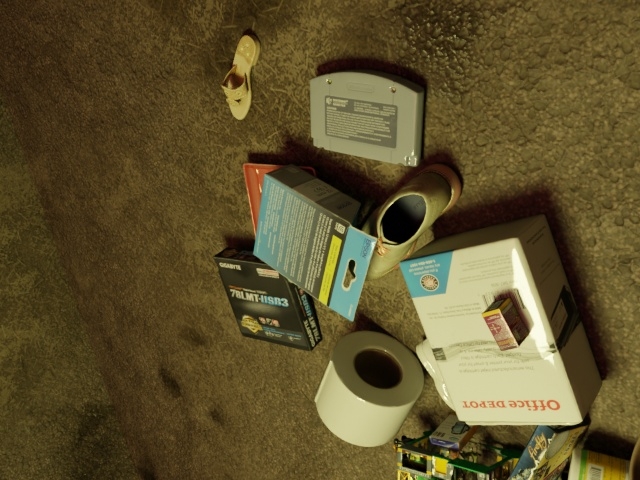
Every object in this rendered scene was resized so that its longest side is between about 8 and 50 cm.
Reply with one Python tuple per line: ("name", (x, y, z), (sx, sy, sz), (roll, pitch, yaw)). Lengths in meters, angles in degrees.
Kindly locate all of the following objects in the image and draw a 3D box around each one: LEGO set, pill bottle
("LEGO set", (0.333, 0.605, 1.485), (0.331, 0.255, 0.192), (1, 90, 33))
("pill bottle", (0.640, 0.525, 1.252), (0.245, 0.136, 0.136), (9, 116, 24))

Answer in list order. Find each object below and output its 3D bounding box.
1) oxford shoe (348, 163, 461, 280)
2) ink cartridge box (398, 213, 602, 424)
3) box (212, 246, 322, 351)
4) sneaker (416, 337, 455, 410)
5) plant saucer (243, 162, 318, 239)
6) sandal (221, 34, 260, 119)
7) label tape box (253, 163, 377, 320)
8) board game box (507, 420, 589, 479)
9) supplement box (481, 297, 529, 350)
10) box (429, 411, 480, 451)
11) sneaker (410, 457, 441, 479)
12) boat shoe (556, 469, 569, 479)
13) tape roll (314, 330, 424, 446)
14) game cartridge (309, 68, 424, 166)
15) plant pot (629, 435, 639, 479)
("oxford shoe", (0.155, -0.020, 1.413), (0.140, 0.146, 0.397), (45, 134, 12))
("ink cartridge box", (0.382, 0.176, 1.298), (0.285, 0.166, 0.395), (-15, 99, 44))
("box", (-0.159, 0.172, 1.809), (0.295, 0.073, 0.293), (6, 124, 39))
("sneaker", (0.326, 0.326, 1.491), (0.094, 0.080, 0.212), (-39, 82, 33))
("plant saucer", (-0.087, -0.086, 1.664), (0.259, 0.047, 0.258), (8, 115, 37))
("sandal", (-0.227, -0.421, 1.598), (0.088, 0.079, 0.240), (38, 131, 21))
("label tape box", (0.000, 0.000, 1.513), (0.347, 0.115, 0.249), (31, 127, 27))
("board game box", (0.475, 0.494, 1.321), (0.042, 0.165, 0.243), (36, 110, 43))
("supplement box", (0.352, 0.159, 1.162), (0.043, 0.055, 0.083), (-27, 91, 43))
("box", (0.331, 0.477, 1.510), (0.081, 0.136, 0.028), (-2, 109, 42))
("sneaker", (0.338, 0.703, 1.656), (0.123, 0.109, 0.295), (-31, 88, 24))
("boat shoe", (0.643, 0.619, 1.329), (0.305, 0.109, 0.091), (28, 131, 33))
("tape roll", (0.124, 0.377, 1.568), (0.246, 0.246, 0.169), (36, 131, 23))
("game cartridge", (0.103, -0.289, 1.397), (0.294, 0.060, 0.196), (18, 125, 34))
("plant pot", (0.735, 0.431, 1.086), (0.229, 0.263, 0.263), (34, 131, 2))
